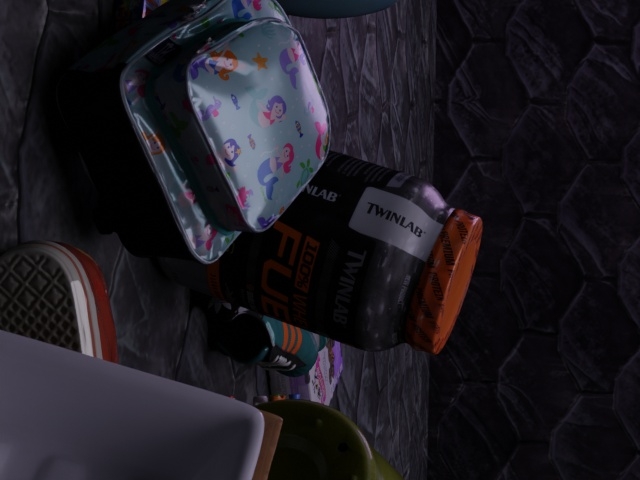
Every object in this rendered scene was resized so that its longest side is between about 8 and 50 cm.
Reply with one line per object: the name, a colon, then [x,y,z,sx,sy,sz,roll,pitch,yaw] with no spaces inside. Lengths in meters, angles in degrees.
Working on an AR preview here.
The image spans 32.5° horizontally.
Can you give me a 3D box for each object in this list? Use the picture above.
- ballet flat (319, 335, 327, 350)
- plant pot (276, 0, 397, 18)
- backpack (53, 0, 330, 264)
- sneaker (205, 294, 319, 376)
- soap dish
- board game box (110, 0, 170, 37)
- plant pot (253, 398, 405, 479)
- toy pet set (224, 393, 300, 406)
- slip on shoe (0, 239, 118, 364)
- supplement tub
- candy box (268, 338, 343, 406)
ballet flat: [-0.056,0.021,1.567,0.124,0.116,0.342,-101,173,-45]
plant pot: [-0.043,-0.389,1.297,0.195,0.290,0.290,-24,124,-32]
backpack: [-0.103,-0.126,1.072,0.253,0.191,0.225,-52,129,-45]
sneaker: [-0.087,0.127,1.482,0.302,0.108,0.121,60,36,-51]
soap dish: [-0.194,0.189,0.763,0.118,0.290,0.229,104,1,-47]
board game box: [-0.174,-0.192,1.209,0.201,0.035,0.136,36,58,-72]
plant pot: [-0.011,0.390,1.351,0.353,0.366,0.367,70,26,-44]
toy pet set: [-0.104,0.233,1.402,0.114,0.122,0.065,6,79,-56]
slip on shoe: [-0.218,0.158,0.962,0.101,0.123,0.331,-42,128,-75]
supplement tub: [0.000,0.000,1.257,0.207,0.338,0.207,18,90,-74]
candy box: [-0.023,0.200,1.785,0.196,0.070,0.165,-64,153,-57]
